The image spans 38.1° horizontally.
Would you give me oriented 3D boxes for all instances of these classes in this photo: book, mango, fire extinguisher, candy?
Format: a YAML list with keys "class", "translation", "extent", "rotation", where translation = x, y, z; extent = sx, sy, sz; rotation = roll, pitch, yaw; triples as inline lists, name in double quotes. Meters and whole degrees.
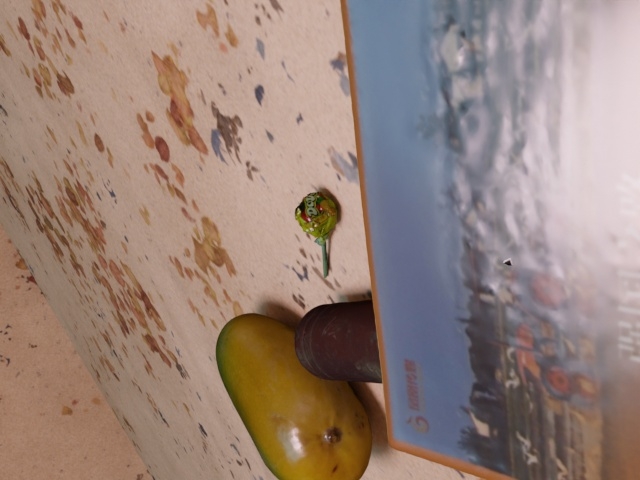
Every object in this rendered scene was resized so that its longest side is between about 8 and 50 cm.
- class: "book"
  translation: [0.167, 0.013, 0.328]
  extent: [0.373, 0.028, 0.263]
  rotation: [11, 120, 39]
- class: "mango"
  translation: [-0.033, 0.160, 0.976]
  extent: [0.251, 0.114, 0.156]
  rotation: [53, 169, 44]
- class: "fire extinguisher"
  translation: [0.064, 0.088, 0.734]
  extent: [0.267, 0.072, 0.089]
  rotation: [-15, 95, 66]
- class: "candy"
  translation: [0.000, 0.000, 0.825]
  extent: [0.035, 0.035, 0.123]
  rotation: [35, 158, 23]
